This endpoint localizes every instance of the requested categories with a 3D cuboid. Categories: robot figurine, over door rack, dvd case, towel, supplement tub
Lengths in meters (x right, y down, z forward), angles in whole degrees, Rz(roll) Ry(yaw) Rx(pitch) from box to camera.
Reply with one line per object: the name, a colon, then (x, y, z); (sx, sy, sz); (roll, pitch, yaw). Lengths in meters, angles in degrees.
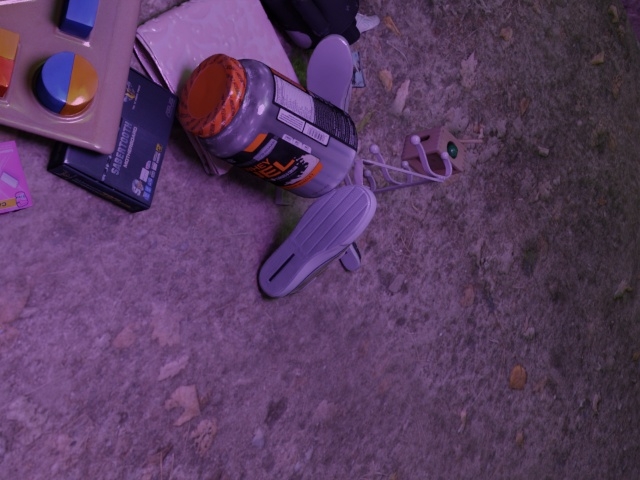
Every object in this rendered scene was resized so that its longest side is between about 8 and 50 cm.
robot figurine: (-0.026, -0.521, 1.936); (0.173, 0.209, 0.278); (-53, 127, -14)
over door rack: (0.094, -0.150, 1.942); (0.324, 0.240, 0.108); (-8, 88, -48)
dvd case: (0.057, -0.397, 2.125); (0.119, 0.013, 0.087); (-9, 88, -48)
towel: (-0.188, -0.333, 1.820); (0.332, 0.053, 0.317); (-44, 114, -42)
supplement tub: (-0.096, -0.214, 1.717); (0.316, 0.194, 0.193); (24, 65, -41)

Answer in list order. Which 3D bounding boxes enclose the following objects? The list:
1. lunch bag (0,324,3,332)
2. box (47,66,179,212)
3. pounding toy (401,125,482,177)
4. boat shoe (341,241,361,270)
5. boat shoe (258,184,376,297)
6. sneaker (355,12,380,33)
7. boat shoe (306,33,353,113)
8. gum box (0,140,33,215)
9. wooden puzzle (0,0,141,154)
lunch bag: (-0.516, 0.121, 1.365); (0.071, 0.053, 0.083); (66, 18, -12)
box: (-0.357, -0.189, 1.600); (0.183, 0.059, 0.232); (30, 61, -38)
pounding toy: (0.301, -0.224, 2.254); (0.130, 0.141, 0.100); (35, 57, -37)
boat shoe: (0.050, -0.001, 2.011); (0.142, 0.049, 0.040); (66, 25, -15)
boat shoe: (0.000, 0.000, 1.803); (0.109, 0.302, 0.094); (56, 24, 19)
sneaker: (0.087, -0.514, 2.155); (0.152, 0.054, 0.061); (-36, 105, -44)
boat shoe: (0.025, -0.321, 1.951); (0.088, 0.096, 0.267); (-79, 170, -53)
gum box: (-0.541, -0.080, 1.375); (0.188, 0.062, 0.107); (-19, 95, -48)
wooden puzzle: (-0.458, -0.333, 1.463); (0.348, 0.080, 0.322); (17, 68, -30)
